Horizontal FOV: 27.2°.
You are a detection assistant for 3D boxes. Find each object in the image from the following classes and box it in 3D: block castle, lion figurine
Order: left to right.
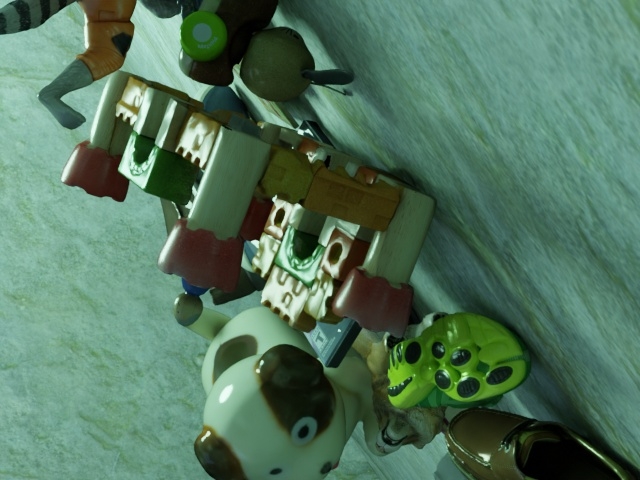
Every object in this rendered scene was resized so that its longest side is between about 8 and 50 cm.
[{"bbox_3d":[-0.096,-0.030,1.525,0.303,0.213,0.453,16,-172,-30],"label":"block castle"},{"bbox_3d":[0.058,0.109,1.878,0.392,0.142,0.240,56,160,16],"label":"lion figurine"}]

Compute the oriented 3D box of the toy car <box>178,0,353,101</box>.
[{"bbox_3d":[-0.049,-0.215,1.464,0.188,0.149,0.155,26,176,-1],"label":"toy car"}]

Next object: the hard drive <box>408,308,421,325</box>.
[{"bbox_3d":[0.032,0.071,2.048,0.255,0.054,0.172,15,144,49],"label":"hard drive"}]

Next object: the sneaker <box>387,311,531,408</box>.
[{"bbox_3d":[0.182,0.149,1.623,0.295,0.123,0.109,155,114,-67],"label":"sneaker"}]

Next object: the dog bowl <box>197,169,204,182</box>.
[{"bbox_3d":[-0.120,-0.064,2.427,0.349,0.102,0.349,53,172,10],"label":"dog bowl"}]

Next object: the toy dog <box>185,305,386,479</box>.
[{"bbox_3d":[-0.053,0.237,2.022,0.395,0.284,0.408,49,-173,-5],"label":"toy dog"}]

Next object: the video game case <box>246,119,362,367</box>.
[{"bbox_3d":[0.000,0.000,1.694,0.026,0.196,0.274,8,-147,-38],"label":"video game case"}]

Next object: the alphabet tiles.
[{"bbox_3d":[-0.138,-0.276,1.807,0.285,0.011,0.342,51,179,-16],"label":"alphabet tiles"}]

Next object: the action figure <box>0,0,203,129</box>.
[{"bbox_3d":[-0.240,-0.338,1.451,0.330,0.179,0.341,-68,-23,-47],"label":"action figure"}]

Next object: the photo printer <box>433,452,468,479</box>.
[{"bbox_3d":[0.328,0.500,2.148,0.307,0.107,0.256,44,166,53],"label":"photo printer"}]

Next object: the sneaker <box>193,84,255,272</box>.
[{"bbox_3d":[-0.095,-0.099,2.149,0.148,0.131,0.350,7,129,42],"label":"sneaker"}]

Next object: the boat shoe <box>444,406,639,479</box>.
[{"bbox_3d":[0.255,0.247,1.513,0.307,0.111,0.104,20,148,46],"label":"boat shoe"}]

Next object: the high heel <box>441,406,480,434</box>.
[{"bbox_3d":[0.169,0.239,1.963,0.244,0.082,0.117,45,-176,-17],"label":"high heel"}]

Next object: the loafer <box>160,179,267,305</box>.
[{"bbox_3d":[-0.241,-0.018,2.477,0.366,0.130,0.134,49,170,36],"label":"loafer"}]
